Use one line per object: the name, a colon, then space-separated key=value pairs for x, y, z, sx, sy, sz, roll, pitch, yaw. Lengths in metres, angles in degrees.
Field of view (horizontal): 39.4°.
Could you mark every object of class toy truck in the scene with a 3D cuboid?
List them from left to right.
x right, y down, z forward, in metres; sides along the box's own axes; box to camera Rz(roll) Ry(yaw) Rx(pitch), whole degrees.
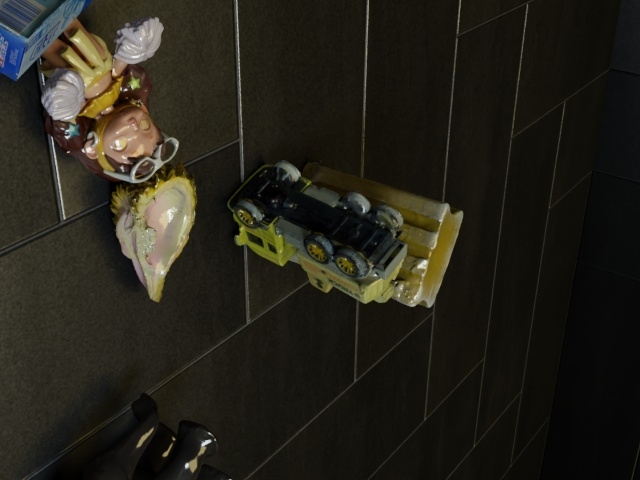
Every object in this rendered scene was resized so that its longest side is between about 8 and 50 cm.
toy truck: x=0.000 y=0.000 z=1.351 sx=0.124 sy=0.272 sz=0.157 roll=-49 pitch=151 yaw=-31

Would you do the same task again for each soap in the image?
soap: x=0.076 y=-0.013 z=1.450 sx=0.089 sy=0.274 sz=0.173 roll=17 pitch=92 yaw=-58

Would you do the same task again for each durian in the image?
durian: x=-0.228 y=-0.011 z=1.176 sx=0.140 sy=0.078 sz=0.224 roll=-48 pitch=155 yaw=-52

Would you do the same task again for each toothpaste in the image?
toothpaste: x=-0.251 y=-0.273 z=0.918 sx=0.066 sy=0.053 sz=0.272 roll=-52 pitch=-171 yaw=51

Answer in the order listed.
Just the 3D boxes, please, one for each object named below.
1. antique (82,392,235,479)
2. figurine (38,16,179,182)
antique: x=-0.252 y=0.395 z=1.261 sx=0.255 sy=0.185 sz=0.322 roll=-49 pitch=147 yaw=-33
figurine: x=-0.253 y=-0.171 z=0.999 sx=0.175 sy=0.115 sz=0.240 roll=-51 pitch=138 yaw=-33
